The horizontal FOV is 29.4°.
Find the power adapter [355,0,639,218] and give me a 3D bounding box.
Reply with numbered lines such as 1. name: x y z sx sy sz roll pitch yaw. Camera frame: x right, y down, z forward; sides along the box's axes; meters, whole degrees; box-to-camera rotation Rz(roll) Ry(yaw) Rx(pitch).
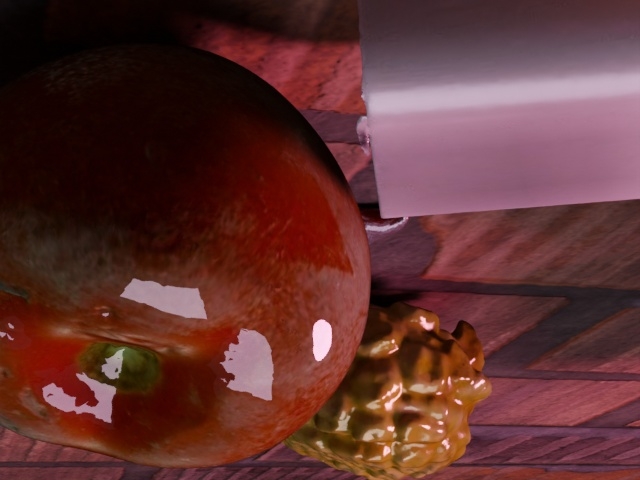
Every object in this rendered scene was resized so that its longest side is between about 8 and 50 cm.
1. power adapter: 0.146 -0.099 0.643 0.255 0.124 0.187 -5 161 4

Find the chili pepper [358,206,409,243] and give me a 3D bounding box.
1. chili pepper: -0.001 -0.001 1.009 0.153 0.041 0.050 -24 176 10

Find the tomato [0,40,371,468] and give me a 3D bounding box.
1. tomato: -0.103 0.000 0.737 0.270 0.223 0.270 3 136 2

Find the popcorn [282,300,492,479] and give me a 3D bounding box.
1. popcorn: 0.033 0.147 1.248 0.225 0.174 0.286 19 165 -14
